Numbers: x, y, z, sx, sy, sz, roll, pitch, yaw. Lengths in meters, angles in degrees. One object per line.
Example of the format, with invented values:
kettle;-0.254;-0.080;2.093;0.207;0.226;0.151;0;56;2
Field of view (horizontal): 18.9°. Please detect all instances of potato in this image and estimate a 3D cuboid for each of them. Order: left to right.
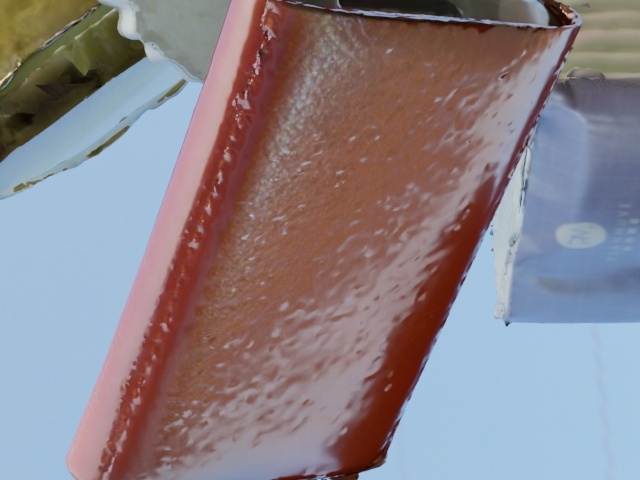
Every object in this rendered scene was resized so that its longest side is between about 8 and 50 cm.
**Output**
potato;-0.192;-0.180;1.345;0.285;0.242;0.242;-41;-83;-4

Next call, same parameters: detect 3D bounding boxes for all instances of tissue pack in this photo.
tissue pack;0.274;-0.053;1.078;0.344;0.242;0.125;0;-125;0

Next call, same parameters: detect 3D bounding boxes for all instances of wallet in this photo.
wallet;0.000;0.000;0.679;0.142;0.204;0.045;-1;-145;-38

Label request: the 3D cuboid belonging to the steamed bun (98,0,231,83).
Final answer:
steamed bun;-0.040;-0.169;1.076;0.183;0.183;0.106;28;-148;-19
